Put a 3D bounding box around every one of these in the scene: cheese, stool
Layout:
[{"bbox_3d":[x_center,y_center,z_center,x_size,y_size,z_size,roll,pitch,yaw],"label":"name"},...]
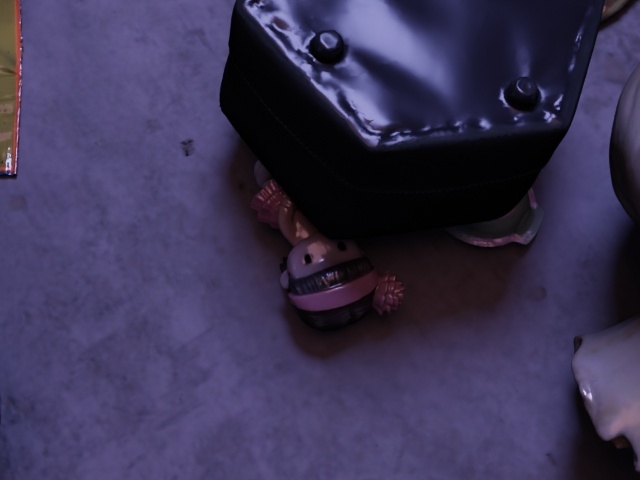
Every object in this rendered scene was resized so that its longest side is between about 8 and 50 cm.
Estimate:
[{"bbox_3d":[0.094,-0.037,0.750,0.121,0.026,0.067,30,73,10],"label":"cheese"},{"bbox_3d":[0.054,-0.122,0.686,0.232,0.141,0.232,3,65,-7],"label":"stool"}]

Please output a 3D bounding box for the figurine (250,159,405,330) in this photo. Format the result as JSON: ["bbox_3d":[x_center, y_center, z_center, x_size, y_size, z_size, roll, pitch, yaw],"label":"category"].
[{"bbox_3d":[0.000,0.000,0.728,0.072,0.054,0.129,-15,64,-21],"label":"figurine"}]

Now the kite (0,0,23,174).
[{"bbox_3d":[-0.339,-0.179,0.807,0.377,0.013,0.327,35,73,12],"label":"kite"}]

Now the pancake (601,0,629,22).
[{"bbox_3d":[0.152,-0.268,0.827,0.250,0.031,0.250,0,71,1],"label":"pancake"}]

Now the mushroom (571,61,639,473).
[{"bbox_3d":[0.278,0.023,0.617,0.297,0.297,0.290,34,102,11],"label":"mushroom"}]
